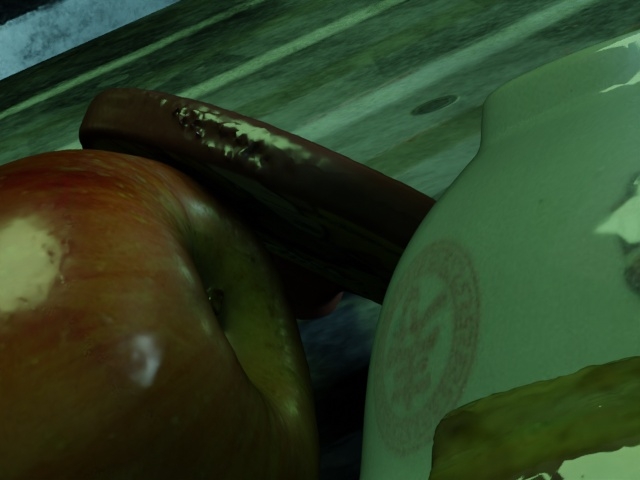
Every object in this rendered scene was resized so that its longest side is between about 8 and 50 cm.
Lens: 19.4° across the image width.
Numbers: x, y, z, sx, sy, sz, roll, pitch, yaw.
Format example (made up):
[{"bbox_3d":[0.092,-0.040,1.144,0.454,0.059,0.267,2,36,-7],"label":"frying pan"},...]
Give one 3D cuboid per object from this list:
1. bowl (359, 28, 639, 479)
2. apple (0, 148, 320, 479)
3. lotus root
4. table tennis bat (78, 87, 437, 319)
[{"bbox_3d":[0.151,0.000,0.716,0.345,0.157,0.345,-15,-5,-1],"label":"bowl"},{"bbox_3d":[-0.131,0.083,0.827,0.241,0.242,0.242,-27,14,15],"label":"apple"},{"bbox_3d":[0.102,0.133,0.498,0.074,0.261,0.170,-18,48,12],"label":"lotus root"},{"bbox_3d":[0.000,0.000,1.001,0.415,0.268,0.051,118,177,-82],"label":"table tennis bat"}]
